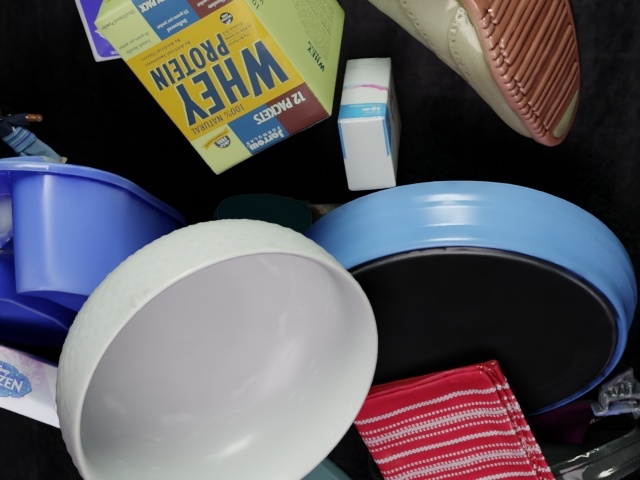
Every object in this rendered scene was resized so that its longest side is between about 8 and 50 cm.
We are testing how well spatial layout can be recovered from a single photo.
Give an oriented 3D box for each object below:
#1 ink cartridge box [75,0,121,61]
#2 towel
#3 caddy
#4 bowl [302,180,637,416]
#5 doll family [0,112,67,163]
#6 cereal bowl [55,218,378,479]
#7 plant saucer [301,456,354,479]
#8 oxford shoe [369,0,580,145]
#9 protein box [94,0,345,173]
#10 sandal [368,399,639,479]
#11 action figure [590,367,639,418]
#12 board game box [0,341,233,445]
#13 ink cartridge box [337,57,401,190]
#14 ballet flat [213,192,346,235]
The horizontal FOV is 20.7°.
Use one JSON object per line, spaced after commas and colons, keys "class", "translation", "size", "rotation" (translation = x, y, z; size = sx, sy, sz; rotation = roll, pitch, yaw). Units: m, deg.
{"class": "ink cartridge box", "translation": [-0.160, -0.293, 1.790], "size": [0.206, 0.045, 0.208], "rotation": [-7, 126, 12]}
{"class": "towel", "translation": [0.160, 0.262, 1.985], "size": [0.198, 0.031, 0.275], "rotation": [-15, 115, 29]}
{"class": "caddy", "translation": [-0.286, 0.001, 1.885], "size": [0.241, 0.179, 0.341], "rotation": [-5, 164, 18]}
{"class": "bowl", "translation": [0.151, 0.082, 1.922], "size": [0.391, 0.077, 0.391], "rotation": [2, 144, 1]}
{"class": "doll family", "translation": [-0.371, -0.093, 1.960], "size": [0.193, 0.076, 0.111], "rotation": [-35, 111, 21]}
{"class": "cereal bowl", "translation": [-0.117, 0.116, 1.770], "size": [0.339, 0.141, 0.339], "rotation": [-17, 130, -21]}
{"class": "plant saucer", "translation": [-0.018, 0.290, 2.214], "size": [0.067, 0.018, 0.192], "rotation": [-34, 113, 29]}
{"class": "oxford shoe", "translation": [0.134, -0.249, 1.740], "size": [0.146, 0.140, 0.397], "rotation": [0, 137, 42]}
{"class": "protein box", "translation": [-0.091, -0.214, 1.686], "size": [0.136, 0.201, 0.200], "rotation": [-26, 120, 22]}
{"class": "sandal", "translation": [0.273, 0.256, 2.044], "size": [0.445, 0.168, 0.107], "rotation": [1, 130, 10]}
{"class": "action figure", "translation": [0.472, 0.158, 1.906], "size": [0.341, 0.178, 0.330], "rotation": [-11, 123, 2]}
{"class": "board game box", "translation": [-0.271, 0.187, 2.020], "size": [0.318, 0.318, 0.066], "rotation": [21, 84, -7]}
{"class": "ink cartridge box", "translation": [0.052, -0.123, 1.833], "size": [0.052, 0.122, 0.089], "rotation": [-5, 126, 8]}
{"class": "ballet flat", "translation": [0.000, 0.000, 1.961], "size": [0.240, 0.091, 0.077], "rotation": [6, 149, 10]}
